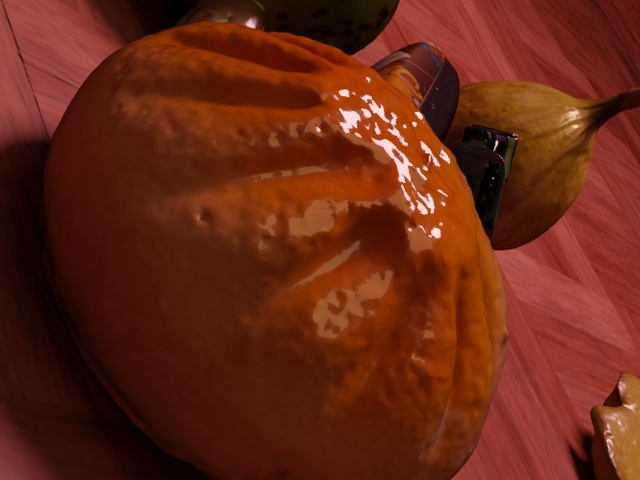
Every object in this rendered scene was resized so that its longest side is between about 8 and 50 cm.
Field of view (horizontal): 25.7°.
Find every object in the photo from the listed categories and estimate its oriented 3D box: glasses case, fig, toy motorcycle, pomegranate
[{"bbox_3d":[0.037,-0.077,1.066,0.082,0.122,0.321,46,21,-6],"label":"glasses case"},{"bbox_3d":[0.197,-0.084,1.250,0.159,0.257,0.159,35,43,-42],"label":"fig"},{"bbox_3d":[0.106,-0.001,1.074,0.058,0.173,0.100,16,9,16],"label":"toy motorcycle"},{"bbox_3d":[-0.041,-0.196,1.038,0.202,0.202,0.248,43,54,-27],"label":"pomegranate"}]

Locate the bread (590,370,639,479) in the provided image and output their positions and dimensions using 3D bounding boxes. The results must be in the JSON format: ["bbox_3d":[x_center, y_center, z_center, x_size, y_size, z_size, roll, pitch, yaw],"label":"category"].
[{"bbox_3d":[0.291,0.219,1.247,0.188,0.065,0.149,55,31,-7],"label":"bread"}]

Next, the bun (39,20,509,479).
[{"bbox_3d":[0.000,0.000,0.760,0.299,0.165,0.299,32,34,-26],"label":"bun"}]
